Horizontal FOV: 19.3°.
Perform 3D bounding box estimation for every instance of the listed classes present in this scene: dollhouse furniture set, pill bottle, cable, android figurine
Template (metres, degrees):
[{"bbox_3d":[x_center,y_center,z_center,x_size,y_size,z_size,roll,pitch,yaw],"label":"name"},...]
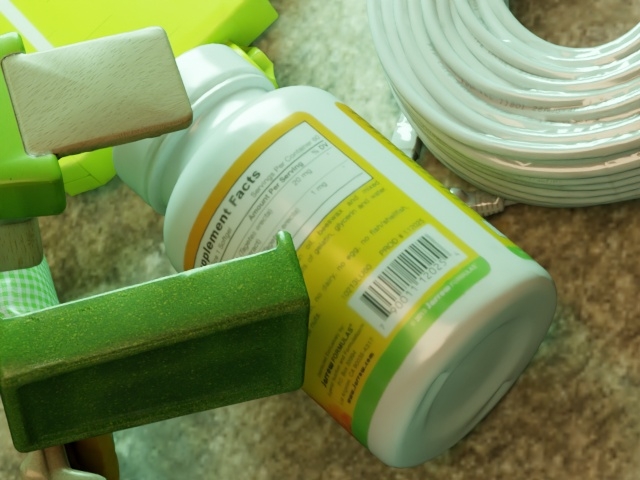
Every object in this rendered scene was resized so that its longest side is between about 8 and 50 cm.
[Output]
[{"bbox_3d":[-0.110,0.039,1.039,0.151,0.301,0.198,-14,62,-11],"label":"dollhouse furniture set"},{"bbox_3d":[0.000,0.000,1.053,0.245,0.136,0.136,41,90,23],"label":"pill bottle"},{"bbox_3d":[0.151,-0.145,1.075,0.257,0.089,0.257,-5,71,19],"label":"cable"},{"bbox_3d":[-0.142,-0.140,1.203,0.273,0.056,0.248,-46,65,-1],"label":"android figurine"}]
